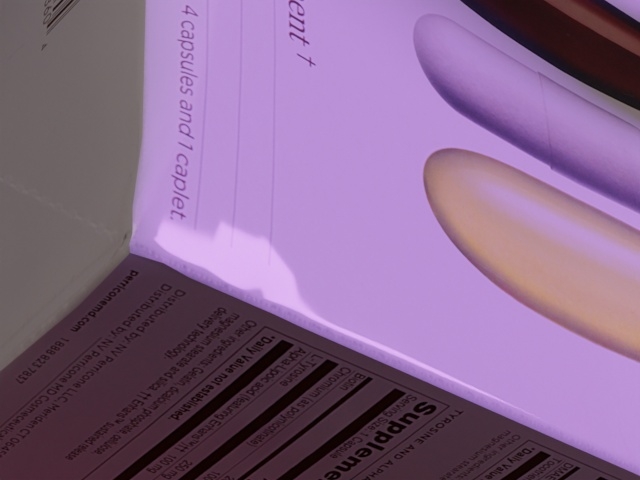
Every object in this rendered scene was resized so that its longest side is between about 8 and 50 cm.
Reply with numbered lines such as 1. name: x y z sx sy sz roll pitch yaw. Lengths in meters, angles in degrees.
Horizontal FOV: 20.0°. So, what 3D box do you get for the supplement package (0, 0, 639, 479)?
1. supplement package: 0.000 0.000 0.451 0.203 0.149 0.194 25 44 -31
